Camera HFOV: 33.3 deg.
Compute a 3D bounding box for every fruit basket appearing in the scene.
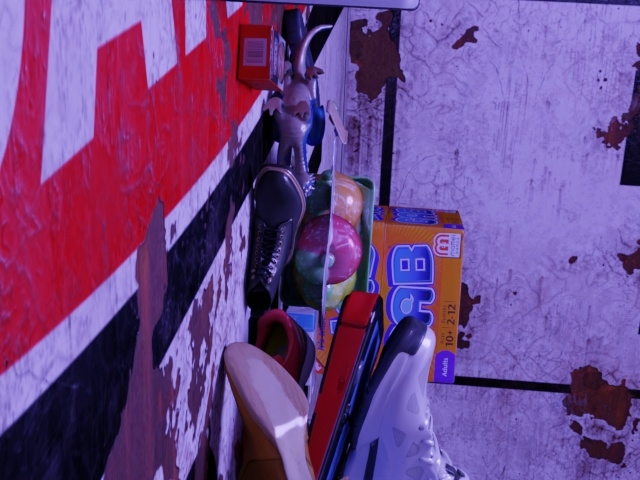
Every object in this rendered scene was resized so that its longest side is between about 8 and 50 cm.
[{"bbox_3d":[0.000,0.000,1.802,0.353,0.165,0.327,-16,110,-84],"label":"fruit basket"}]

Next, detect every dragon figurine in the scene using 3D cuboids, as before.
[{"bbox_3d":[-0.036,-0.198,1.660,0.144,0.085,0.289,87,8,-55],"label":"dragon figurine"}]

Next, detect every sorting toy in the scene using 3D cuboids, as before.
[{"bbox_3d":[0.024,-0.190,1.677,0.062,0.012,0.083,62,15,-22],"label":"sorting toy"}]

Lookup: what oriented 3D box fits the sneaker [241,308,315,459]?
[{"bbox_3d":[-0.079,0.227,1.594,0.118,0.107,0.279,60,26,-48],"label":"sneaker"}]

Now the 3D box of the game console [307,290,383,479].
[{"bbox_3d":[0.033,0.268,1.663,0.386,0.060,0.342,74,29,-75],"label":"game console"}]

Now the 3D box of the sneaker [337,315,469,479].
[{"bbox_3d":[0.178,0.336,1.716,0.169,0.257,0.448,-58,164,-58],"label":"sneaker"}]

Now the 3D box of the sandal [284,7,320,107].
[{"bbox_3d":[-0.039,-0.288,1.846,0.097,0.054,0.254,-92,171,-46],"label":"sandal"}]

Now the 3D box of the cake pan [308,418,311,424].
[{"bbox_3d":[-0.056,0.517,2.228,0.293,0.054,0.293,4,90,-85],"label":"cake pan"}]

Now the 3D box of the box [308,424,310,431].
[{"bbox_3d":[-0.063,0.382,1.785,0.170,0.091,0.130,81,13,-69],"label":"box"}]

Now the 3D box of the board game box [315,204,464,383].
[{"bbox_3d":[0.150,0.111,2.563,0.356,0.356,0.356,-58,152,-80],"label":"board game box"}]

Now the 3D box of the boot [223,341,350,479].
[{"bbox_3d":[-0.083,0.301,1.379,0.104,0.295,0.211,-7,144,-49],"label":"boot"}]

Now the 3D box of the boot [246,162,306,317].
[{"bbox_3d":[-0.070,0.002,1.528,0.198,0.076,0.137,88,12,-44],"label":"boot"}]

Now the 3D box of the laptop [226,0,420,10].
[{"bbox_3d":[0.000,-0.428,1.066,0.236,0.407,0.382,25,-65,58],"label":"laptop"}]

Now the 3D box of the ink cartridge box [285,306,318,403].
[{"bbox_3d":[-0.041,0.222,2.116,0.104,0.060,0.180,-56,149,-83],"label":"ink cartridge box"}]

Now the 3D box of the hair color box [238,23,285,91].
[{"bbox_3d":[-0.075,-0.237,1.400,0.141,0.043,0.072,-38,131,-85],"label":"hair color box"}]

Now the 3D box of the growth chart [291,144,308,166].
[{"bbox_3d":[-0.035,-0.203,2.084,0.237,0.021,0.172,-25,119,-85],"label":"growth chart"}]
